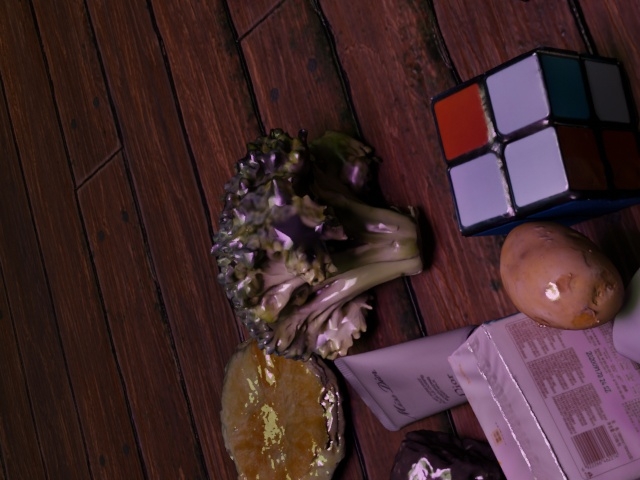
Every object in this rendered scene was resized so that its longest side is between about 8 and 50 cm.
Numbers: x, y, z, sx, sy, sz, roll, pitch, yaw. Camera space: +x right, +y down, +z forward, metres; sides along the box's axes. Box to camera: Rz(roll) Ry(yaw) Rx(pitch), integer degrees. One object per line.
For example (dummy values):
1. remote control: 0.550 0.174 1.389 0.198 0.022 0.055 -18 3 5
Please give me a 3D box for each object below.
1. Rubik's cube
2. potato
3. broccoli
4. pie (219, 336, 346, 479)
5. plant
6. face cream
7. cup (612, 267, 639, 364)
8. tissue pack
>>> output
1. Rubik's cube: 0.261 -0.110 1.236 0.167 0.183 0.180 -21 78 45
2. potato: 0.256 0.040 1.141 0.109 0.118 0.178 -43 18 5
3. broccoli: 0.001 0.011 1.482 0.280 0.293 0.348 -7 100 10
4. pie: -0.061 0.282 1.689 0.306 0.071 0.306 3 94 44
5. plant: 0.148 0.418 1.361 0.181 0.194 0.321 9 95 13
6. face cream: 0.158 0.178 1.434 0.143 0.089 0.314 50 139 -12
7. cup: 0.425 0.082 1.131 0.142 0.173 0.134 28 144 41
8. tissue pack: 0.286 0.190 1.215 0.225 0.185 0.124 65 152 22
